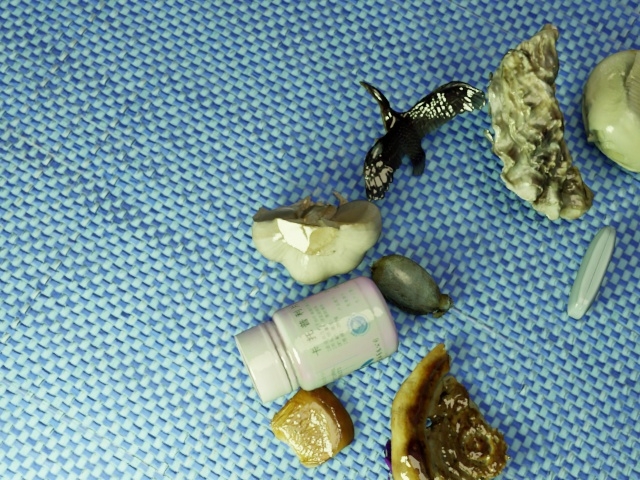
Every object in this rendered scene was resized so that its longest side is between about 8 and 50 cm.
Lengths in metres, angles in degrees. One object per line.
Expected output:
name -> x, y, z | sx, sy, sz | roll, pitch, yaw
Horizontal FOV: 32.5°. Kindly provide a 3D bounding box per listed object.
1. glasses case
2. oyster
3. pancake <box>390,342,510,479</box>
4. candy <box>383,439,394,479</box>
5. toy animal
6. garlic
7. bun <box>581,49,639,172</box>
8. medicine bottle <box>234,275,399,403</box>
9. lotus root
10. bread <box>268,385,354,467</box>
glasses case -> 0.485, 0.057, 1.966 | 0.045, 0.067, 0.178 | 23, 74, 6
oyster -> 0.396, -0.208, 1.954 | 0.115, 0.238, 0.351 | 0, 94, 38
pancake -> 0.194, 0.323, 1.857 | 0.212, 0.056, 0.257 | -24, 68, -24
candy -> 0.154, 0.480, 1.833 | 0.145, 0.070, 0.275 | 14, 70, -6
toy animal -> 0.130, -0.196, 1.974 | 0.197, 0.160, 0.272 | 42, 77, 9
garlic -> 0.000, 0.000, 1.933 | 0.230, 0.178, 0.142 | -7, 105, 13
bun -> 0.572, -0.231, 2.021 | 0.229, 0.145, 0.229 | 18, 58, -31
medicine bottle -> -0.007, 0.171, 1.869 | 0.255, 0.152, 0.152 | -23, 76, -10
lotus root -> 0.159, 0.085, 1.940 | 0.165, 0.088, 0.088 | 35, 75, -3
bread -> -0.010, 0.317, 1.884 | 0.126, 0.044, 0.129 | -39, 83, -11
